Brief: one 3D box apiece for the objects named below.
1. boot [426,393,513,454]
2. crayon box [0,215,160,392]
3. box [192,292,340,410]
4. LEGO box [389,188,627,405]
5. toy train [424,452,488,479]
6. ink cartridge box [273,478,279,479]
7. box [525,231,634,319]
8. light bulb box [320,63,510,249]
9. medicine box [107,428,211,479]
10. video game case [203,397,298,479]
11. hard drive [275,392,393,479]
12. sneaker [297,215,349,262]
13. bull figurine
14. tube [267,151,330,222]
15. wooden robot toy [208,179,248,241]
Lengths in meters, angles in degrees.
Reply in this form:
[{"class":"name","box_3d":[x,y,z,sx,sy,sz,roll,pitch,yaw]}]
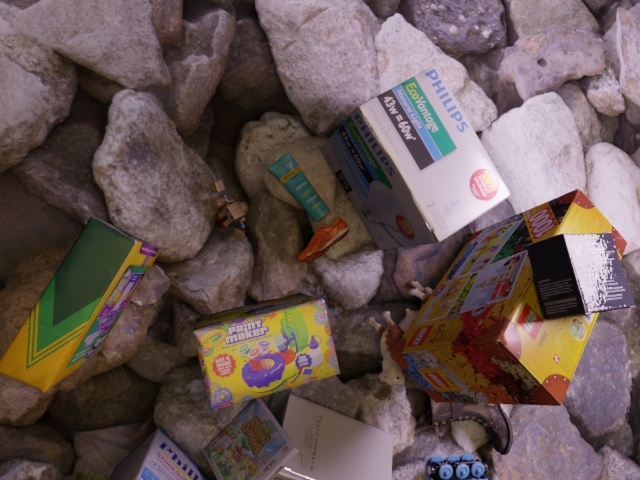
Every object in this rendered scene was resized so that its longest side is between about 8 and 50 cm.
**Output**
[{"class":"boot","box_3d":[0.417,0.503,1.324,0.229,0.091,0.262,-9,84,-8]},{"class":"crayon box","box_3d":[-0.494,0.124,0.994,0.106,0.363,0.312,31,80,-9]},{"class":"box","box_3d":[-0.140,0.248,1.108,0.290,0.279,0.176,-12,89,-13]},{"class":"LEGO box","box_3d":[0.460,0.147,1.133,0.193,0.372,0.500,46,60,-6]},{"class":"toy train","box_3d":[0.387,0.673,1.301,0.184,0.080,0.105,3,92,-13]},{"class":"ink cartridge box","box_3d":[-0.117,0.699,1.170,0.232,0.066,0.189,-38,89,25]},{"class":"box","box_3d":[0.519,0.070,0.918,0.156,0.093,0.158,-1,75,-27]},{"class":"light bulb box","box_3d":[0.216,-0.182,1.175,0.225,0.361,0.357,-32,93,-13]},{"class":"medicine box","box_3d":[-0.350,0.611,1.030,0.149,0.289,0.263,-43,96,-10]},{"class":"video game case","box_3d":[-0.177,0.517,1.125,0.193,0.212,0.023,-43,125,-12]},{"class":"hard drive","box_3d":[0.037,0.551,1.187,0.319,0.040,0.210,25,39,-10]},{"class":"sneaker","box_3d":[0.000,0.000,1.277,0.175,0.064,0.067,-38,75,-17]},{"class":"bull figurine","box_3d":[0.241,0.254,1.277,0.310,0.101,0.188,-37,95,-23]},{"class":"tube","box_3d":[-0.055,-0.146,1.276,0.080,0.052,0.207,-38,88,-22]},{"class":"wooden robot toy","box_3d":[-0.234,-0.085,1.232,0.079,0.076,0.173,-34,95,-48]}]
